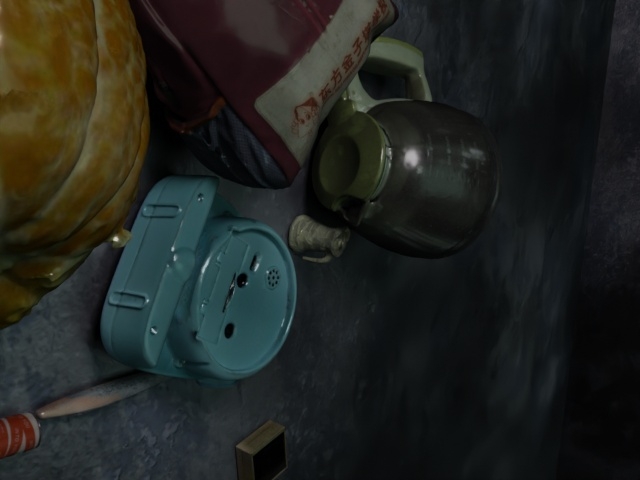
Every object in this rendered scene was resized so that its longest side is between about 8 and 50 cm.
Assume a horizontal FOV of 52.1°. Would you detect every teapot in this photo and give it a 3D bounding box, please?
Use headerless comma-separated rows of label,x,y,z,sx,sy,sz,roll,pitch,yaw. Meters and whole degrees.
teapot,0.120,-0.139,0.963,0.239,0.239,0.321,9,99,-42
teapot,0.000,0.000,0.964,0.057,0.083,0.067,16,86,-60

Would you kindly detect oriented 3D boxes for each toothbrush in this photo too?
toothbrush,-0.178,0.159,0.814,0.375,0.028,0.037,-12,105,-53

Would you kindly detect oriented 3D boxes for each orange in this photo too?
orange,-0.254,-0.067,0.389,0.329,0.249,0.329,-39,171,-7

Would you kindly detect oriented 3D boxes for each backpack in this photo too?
backpack,-0.092,-0.241,0.662,0.317,0.197,0.283,44,65,-40

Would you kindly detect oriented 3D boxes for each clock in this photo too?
clock,-0.116,0.064,0.787,0.274,0.094,0.223,35,66,-50

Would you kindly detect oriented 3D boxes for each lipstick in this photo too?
lipstick,-0.328,0.191,0.604,0.131,0.038,0.038,-1,102,-54

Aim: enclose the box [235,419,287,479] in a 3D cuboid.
box,-0.088,0.330,0.990,0.079,0.035,0.083,-28,122,-47
